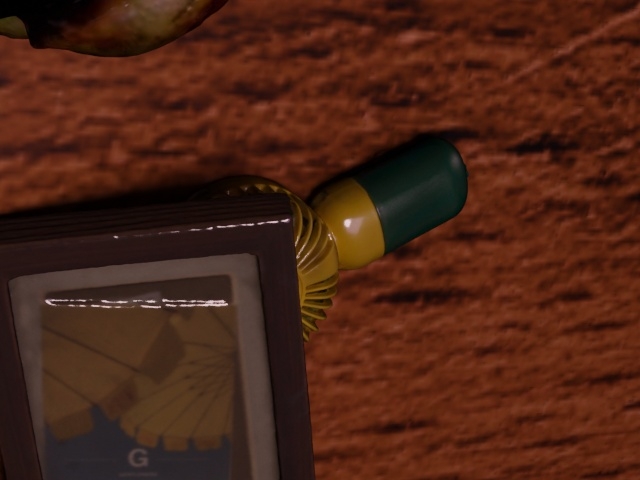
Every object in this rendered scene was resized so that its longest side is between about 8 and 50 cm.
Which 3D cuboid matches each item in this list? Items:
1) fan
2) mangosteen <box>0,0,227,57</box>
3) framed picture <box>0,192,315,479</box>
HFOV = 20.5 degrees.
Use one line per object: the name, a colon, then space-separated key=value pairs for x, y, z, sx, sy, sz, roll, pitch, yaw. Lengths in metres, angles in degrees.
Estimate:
fan: x=0.000 y=0.000 z=0.762 sx=0.155 sy=0.039 sz=0.082 roll=-29 pitch=126 yaw=-20
mangosteen: x=-0.092 y=-0.145 z=0.526 sx=0.211 sy=0.211 sz=0.250 roll=-48 pitch=141 yaw=-4
framed picture: x=-0.069 y=0.064 z=0.724 sx=0.128 sy=0.023 sz=0.168 roll=-5 pitch=120 yaw=-2
